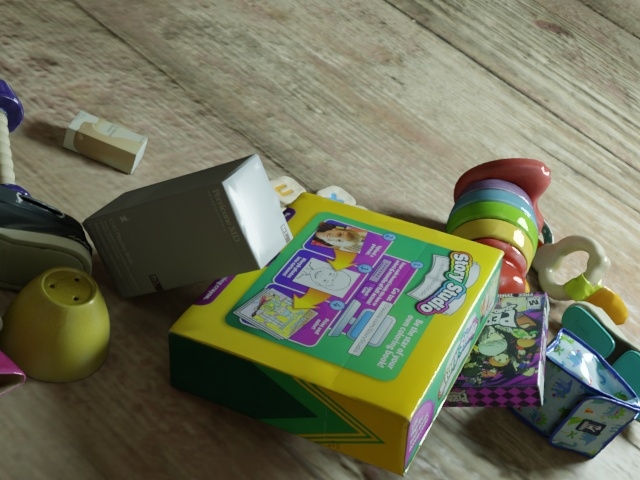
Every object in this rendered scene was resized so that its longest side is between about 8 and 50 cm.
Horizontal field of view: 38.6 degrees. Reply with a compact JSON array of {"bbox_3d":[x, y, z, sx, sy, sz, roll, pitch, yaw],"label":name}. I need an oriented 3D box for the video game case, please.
[{"bbox_3d":[0.193,0.148,1.264,0.232,0.042,0.210,-3,31,20],"label":"video game case"}]

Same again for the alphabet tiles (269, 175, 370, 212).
[{"bbox_3d":[0.000,0.000,1.454,0.284,0.021,0.278,40,38,19],"label":"alphabet tiles"}]

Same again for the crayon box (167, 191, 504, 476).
[{"bbox_3d":[0.034,0.099,1.189,0.313,0.106,0.363,18,38,19],"label":"crayon box"}]

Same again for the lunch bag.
[{"bbox_3d":[0.359,0.225,1.294,0.151,0.129,0.096,37,43,13],"label":"lunch bag"}]

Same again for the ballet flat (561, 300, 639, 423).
[{"bbox_3d":[0.480,0.193,1.458,0.086,0.086,0.248,1,42,-30],"label":"ballet flat"}]

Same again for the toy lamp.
[{"bbox_3d":[-0.456,-0.135,1.306,0.080,0.080,0.274,3,44,-28],"label":"toy lamp"}]

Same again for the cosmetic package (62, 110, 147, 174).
[{"bbox_3d":[-0.335,-0.153,1.428,0.115,0.041,0.060,21,36,-6],"label":"cosmetic package"}]

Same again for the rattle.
[{"bbox_3d":[0.447,0.051,1.620,0.143,0.130,0.200,18,8,-28],"label":"rattle"}]

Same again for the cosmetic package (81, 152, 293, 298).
[{"bbox_3d":[-0.170,-0.015,1.175,0.107,0.238,0.127,-45,116,-52],"label":"cosmetic package"}]

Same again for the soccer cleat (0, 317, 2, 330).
[{"bbox_3d":[-0.462,0.075,1.052,0.196,0.068,0.076,21,38,7],"label":"soccer cleat"}]

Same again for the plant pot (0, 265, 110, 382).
[{"bbox_3d":[-0.311,0.088,1.095,0.134,0.095,0.134,16,37,-12],"label":"plant pot"}]

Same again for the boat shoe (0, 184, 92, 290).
[{"bbox_3d":[-0.449,-0.031,1.137,0.340,0.127,0.113,13,36,-19],"label":"boat shoe"}]

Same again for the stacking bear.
[{"bbox_3d":[0.282,0.019,1.492,0.164,0.175,0.289,6,44,10],"label":"stacking bear"}]

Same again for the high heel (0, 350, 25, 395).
[{"bbox_3d":[-0.415,0.176,0.937,0.117,0.082,0.244,19,22,9],"label":"high heel"}]
